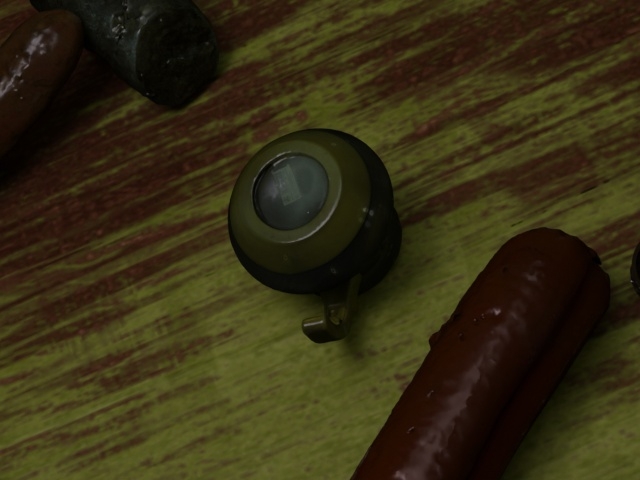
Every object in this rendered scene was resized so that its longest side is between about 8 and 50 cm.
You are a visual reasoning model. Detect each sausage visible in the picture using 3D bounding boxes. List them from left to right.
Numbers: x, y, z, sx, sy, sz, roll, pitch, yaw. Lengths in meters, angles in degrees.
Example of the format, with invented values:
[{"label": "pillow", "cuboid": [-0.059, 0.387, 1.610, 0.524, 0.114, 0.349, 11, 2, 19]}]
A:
[{"label": "sausage", "cuboid": [0.098, 0.128, 1.322, 0.102, 0.102, 0.330, 24, 71, 26]}]

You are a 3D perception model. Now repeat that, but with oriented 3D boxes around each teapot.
[{"label": "teapot", "cuboid": [0.000, 0.000, 1.408, 0.130, 0.119, 0.166, -12, 66, 18]}]

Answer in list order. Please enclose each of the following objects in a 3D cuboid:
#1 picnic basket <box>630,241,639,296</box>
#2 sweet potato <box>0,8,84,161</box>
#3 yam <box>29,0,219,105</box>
[{"label": "picnic basket", "cuboid": [0.253, 0.015, 1.346, 0.072, 0.083, 0.072, -6, 60, 11]}, {"label": "sweet potato", "cuboid": [-0.332, -0.066, 1.550, 0.354, 0.106, 0.095, -41, 95, -4]}, {"label": "yam", "cuboid": [-0.169, -0.197, 1.579, 0.107, 0.107, 0.183, -43, 62, -10]}]
